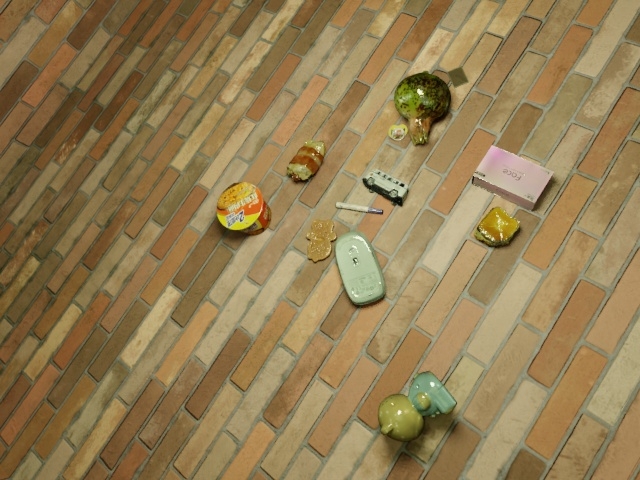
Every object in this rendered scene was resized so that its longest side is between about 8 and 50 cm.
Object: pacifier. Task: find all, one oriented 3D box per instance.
[{"bbox_3d":[0.327,-0.466,1.848,0.083,0.068,0.064,-7,37,-4],"label":"pacifier"}]

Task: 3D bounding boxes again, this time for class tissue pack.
[{"bbox_3d":[0.720,-0.239,1.637,0.246,0.092,0.149,31,83,23],"label":"tissue pack"}]

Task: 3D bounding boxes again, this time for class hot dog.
[{"bbox_3d":[-0.054,-0.348,1.896,0.146,0.103,0.213,28,73,43],"label":"hot dog"}]

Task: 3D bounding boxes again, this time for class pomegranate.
[{"bbox_3d":[0.418,-0.545,1.783,0.221,0.277,0.204,7,33,21],"label":"pomegranate"}]

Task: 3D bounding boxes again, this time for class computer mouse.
[{"bbox_3d":[0.151,0.104,1.701,0.159,0.097,0.289,-21,81,8],"label":"computer mouse"}]

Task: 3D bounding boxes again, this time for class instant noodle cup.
[{"bbox_3d":[-0.313,-0.123,1.860,0.213,0.174,0.213,-4,74,14],"label":"instant noodle cup"}]

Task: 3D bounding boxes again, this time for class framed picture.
[{"bbox_3d":[0.589,-0.701,1.858,0.066,0.006,0.089,-21,70,9],"label":"framed picture"}]

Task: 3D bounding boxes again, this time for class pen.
[{"bbox_3d":[0.161,-0.134,1.806,0.204,0.025,0.025,11,77,18],"label":"pen"}]

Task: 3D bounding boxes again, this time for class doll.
[{"bbox_3d":[0.314,0.569,1.471,0.260,0.177,0.161,-38,72,0],"label":"doll"}]

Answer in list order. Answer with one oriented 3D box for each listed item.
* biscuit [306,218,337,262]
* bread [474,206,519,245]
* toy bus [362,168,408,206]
[{"bbox_3d":[0.005,-0.003,1.810,0.133,0.027,0.184,-9,73,13],"label":"biscuit"},{"bbox_3d":[0.656,-0.043,1.610,0.128,0.069,0.140,39,84,22],"label":"bread"},{"bbox_3d":[0.268,-0.222,1.770,0.194,0.087,0.089,32,78,22],"label":"toy bus"}]
